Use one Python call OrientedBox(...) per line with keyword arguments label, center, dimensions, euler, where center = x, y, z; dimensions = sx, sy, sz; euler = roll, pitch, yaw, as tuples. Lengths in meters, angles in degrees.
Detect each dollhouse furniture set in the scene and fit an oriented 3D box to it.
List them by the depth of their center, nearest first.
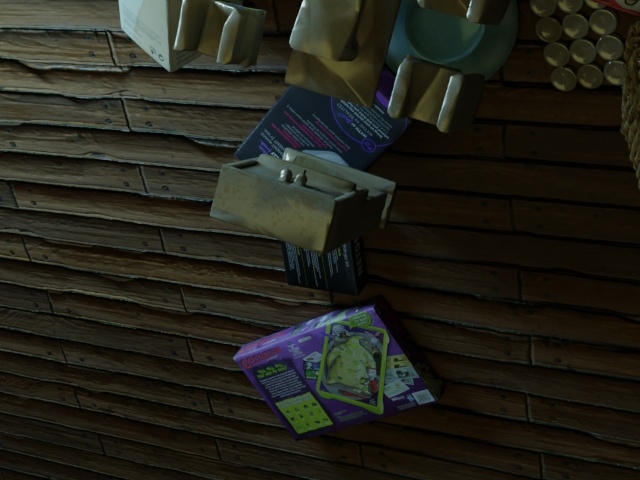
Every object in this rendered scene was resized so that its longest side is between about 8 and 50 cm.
OrientedBox(label="dollhouse furniture set", center=(0.025, -0.208, 1.527), dimensions=(0.362, 0.256, 0.394), euler=(19, 104, 15))

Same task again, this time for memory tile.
OrientedBox(label="memory tile", center=(0.342, -0.267, 1.578), dimensions=(0.113, 0.012, 0.148), euler=(-4, 121, 33))

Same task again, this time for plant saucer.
OrientedBox(label="plant saucer", center=(0.165, -0.289, 1.591), dimensions=(0.195, 0.037, 0.194), euler=(2, 105, 7))

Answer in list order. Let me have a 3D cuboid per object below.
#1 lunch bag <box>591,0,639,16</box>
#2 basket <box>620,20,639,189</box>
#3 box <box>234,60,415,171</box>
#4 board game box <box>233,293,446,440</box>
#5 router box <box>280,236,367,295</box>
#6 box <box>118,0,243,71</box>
OrientedBox(label="lunch bag", center=(0.390, -0.404, 1.374), dimensions=(0.258, 0.120, 0.293), euler=(22, 130, 15))
OrientedBox(label="basket", center=(0.489, -0.129, 1.436), dimensions=(0.214, 0.223, 0.299), euler=(-12, 155, 9))
OrientedBox(label="box", center=(0.028, -0.177, 1.739), dimensions=(0.165, 0.143, 0.270), euler=(44, 132, -2))
OrientedBox(label="board game box", center=(0.028, 0.231, 2.107), dimensions=(0.347, 0.056, 0.208), euler=(-22, 113, 39))
OrientedBox(label="router box", center=(0.000, 0.000, 1.952), dimensions=(0.133, 0.046, 0.178), euler=(9, 127, 25))
OrientedBox(label="box", center=(-0.193, -0.399, 1.642), dimensions=(0.121, 0.148, 0.311), euler=(43, 154, 22))
